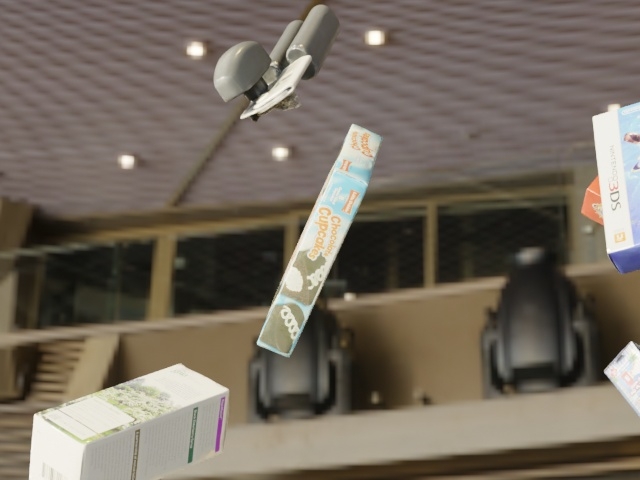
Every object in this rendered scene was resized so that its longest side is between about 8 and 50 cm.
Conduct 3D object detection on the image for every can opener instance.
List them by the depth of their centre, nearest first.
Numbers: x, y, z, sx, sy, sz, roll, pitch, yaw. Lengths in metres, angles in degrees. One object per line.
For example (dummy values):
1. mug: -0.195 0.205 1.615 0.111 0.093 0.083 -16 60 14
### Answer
1. can opener: -0.040 -0.212 1.726 0.074 0.280 0.093 -28 -76 24

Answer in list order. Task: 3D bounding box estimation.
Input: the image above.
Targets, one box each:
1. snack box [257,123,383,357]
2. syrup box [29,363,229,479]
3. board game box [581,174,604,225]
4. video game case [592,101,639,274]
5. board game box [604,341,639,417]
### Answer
1. snack box: 0.000 0.000 2.303 0.060 0.187 0.322 23 -63 -2
2. syrup box: -0.225 0.232 1.812 0.093 0.096 0.237 24 26 36
3. board game box: 0.577 -0.103 2.259 0.242 0.316 0.064 31 -29 21
4. video game case: 0.512 -0.100 2.046 0.269 0.244 0.061 -17 -39 23
5. board game box: 0.477 0.233 1.897 0.194 0.194 0.060 20 -60 -33
